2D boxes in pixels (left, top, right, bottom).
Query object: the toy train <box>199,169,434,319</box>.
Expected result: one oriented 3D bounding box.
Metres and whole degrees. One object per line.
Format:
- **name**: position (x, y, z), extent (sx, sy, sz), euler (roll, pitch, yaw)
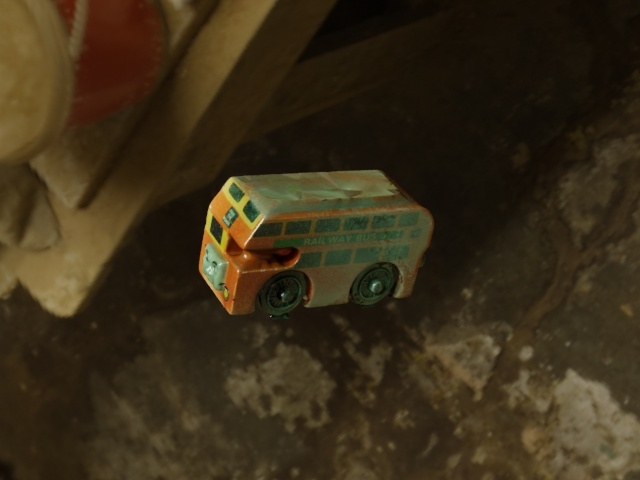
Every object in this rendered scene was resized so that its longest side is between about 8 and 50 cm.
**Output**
- **toy train**: position (0.000, 0.000, 0.912), extent (0.072, 0.188, 0.099), euler (44, 132, 50)
